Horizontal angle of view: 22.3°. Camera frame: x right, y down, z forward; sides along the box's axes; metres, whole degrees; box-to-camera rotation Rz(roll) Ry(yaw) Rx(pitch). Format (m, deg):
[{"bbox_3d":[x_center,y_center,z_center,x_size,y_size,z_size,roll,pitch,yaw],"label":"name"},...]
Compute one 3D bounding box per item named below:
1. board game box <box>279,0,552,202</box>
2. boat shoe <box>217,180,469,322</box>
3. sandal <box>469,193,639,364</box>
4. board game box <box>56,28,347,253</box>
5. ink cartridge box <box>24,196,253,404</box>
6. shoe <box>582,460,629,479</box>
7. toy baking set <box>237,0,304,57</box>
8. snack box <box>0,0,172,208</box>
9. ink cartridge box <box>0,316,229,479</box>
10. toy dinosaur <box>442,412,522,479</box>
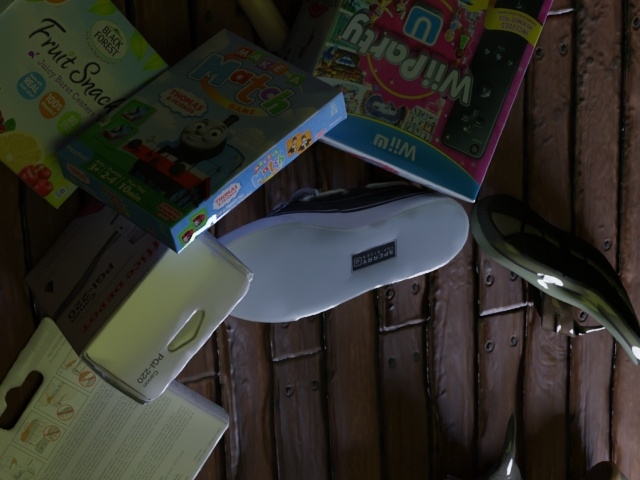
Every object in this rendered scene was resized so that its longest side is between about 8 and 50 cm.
[{"bbox_3d":[0.101,-0.219,1.594,0.224,0.097,0.303,21,91,-28],"label":"board game box"},{"bbox_3d":[0.000,-0.004,1.653,0.306,0.105,0.113,-19,121,-27],"label":"boat shoe"},{"bbox_3d":[0.260,0.048,1.812,0.303,0.120,0.086,34,120,-29],"label":"sandal"},{"bbox_3d":[-0.106,-0.095,1.461,0.211,0.160,0.039,-40,142,-25],"label":"board game box"},{"bbox_3d":[-0.175,0.036,1.521,0.092,0.218,0.158,40,89,-31],"label":"ink cartridge box"},{"bbox_3d":[0.300,0.367,1.956,0.058,0.076,0.219,43,86,-26],"label":"shoe"},{"bbox_3d":[0.012,-0.260,1.609,0.197,0.030,0.256,-34,120,-10],"label":"toy baking set"},{"bbox_3d":[-0.250,-0.154,1.467,0.174,0.070,0.207,-46,142,-4],"label":"snack box"},{"bbox_3d":[-0.234,0.201,1.666,0.225,0.056,0.181,33,93,-13],"label":"ink cartridge box"},{"bbox_3d":[0.173,0.332,1.879,0.160,0.121,0.313,5,102,-39],"label":"toy dinosaur"}]
